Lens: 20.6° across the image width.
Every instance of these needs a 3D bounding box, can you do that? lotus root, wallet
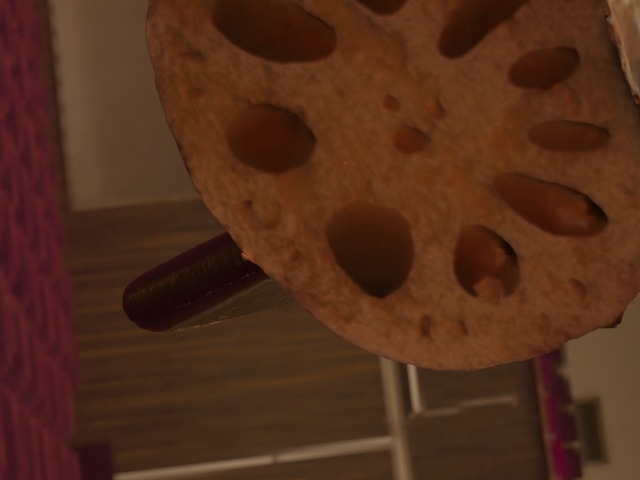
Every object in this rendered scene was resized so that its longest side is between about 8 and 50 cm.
[{"bbox_3d":[0.026,-0.037,0.396,0.122,0.112,0.081,68,28,-20],"label":"lotus root"},{"bbox_3d":[0.000,0.000,0.807,0.198,0.110,0.031,-26,-102,52],"label":"wallet"}]
